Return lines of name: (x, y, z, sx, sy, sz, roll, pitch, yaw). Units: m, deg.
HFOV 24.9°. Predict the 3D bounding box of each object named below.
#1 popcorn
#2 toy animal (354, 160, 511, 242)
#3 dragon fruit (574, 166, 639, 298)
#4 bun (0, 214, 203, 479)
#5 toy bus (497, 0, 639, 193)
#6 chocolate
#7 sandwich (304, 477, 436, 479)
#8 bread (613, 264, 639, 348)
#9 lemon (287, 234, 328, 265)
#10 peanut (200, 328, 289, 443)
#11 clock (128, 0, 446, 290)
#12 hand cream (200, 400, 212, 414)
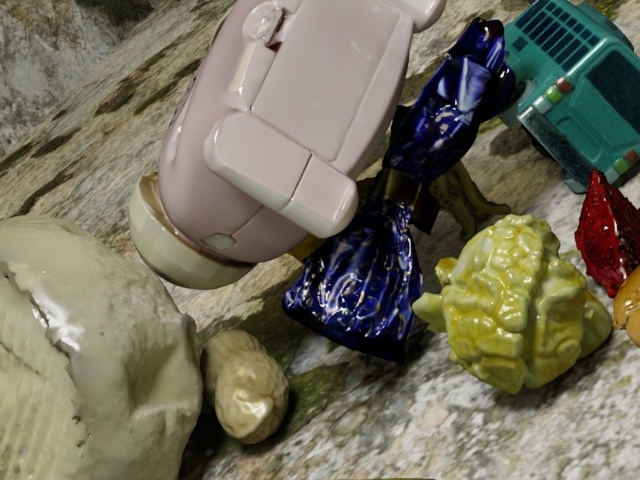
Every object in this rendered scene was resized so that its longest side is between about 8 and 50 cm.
popcorn: (0.153, 0.054, 1.177, 0.162, 0.141, 0.135, 16, 39, 14)
toy animal: (0.088, -0.046, 1.485, 0.181, 0.136, 0.073, -24, 24, 28)
dragon fruit: (0.243, 0.013, 1.224, 0.063, 0.097, 0.131, -32, 41, 22)
bun: (-0.263, 0.141, 1.445, 0.359, 0.360, 0.211, -19, -5, 39)
toy bus: (0.250, -0.156, 1.459, 0.147, 0.128, 0.256, -43, 19, 11)
chocolate: (0.085, -0.057, 1.366, 0.126, 0.148, 0.343, 21, 83, 26)
sandwich: (0.026, 0.208, 1.132, 0.116, 0.074, 0.074, -31, 22, 14)
bread: (0.307, 0.028, 1.072, 0.189, 0.077, 0.114, -33, 41, 6)
lemon: (0.000, 0.000, 1.629, 0.092, 0.065, 0.065, -18, 26, 20)
peanut: (-0.076, 0.143, 1.431, 0.082, 0.082, 0.187, -38, 22, -5)
clock: (-0.048, -0.124, 1.413, 0.342, 0.184, 0.326, -60, 12, -21)
hand cream: (-0.157, 0.162, 1.568, 0.175, 0.046, 0.095, -10, 32, 38)
